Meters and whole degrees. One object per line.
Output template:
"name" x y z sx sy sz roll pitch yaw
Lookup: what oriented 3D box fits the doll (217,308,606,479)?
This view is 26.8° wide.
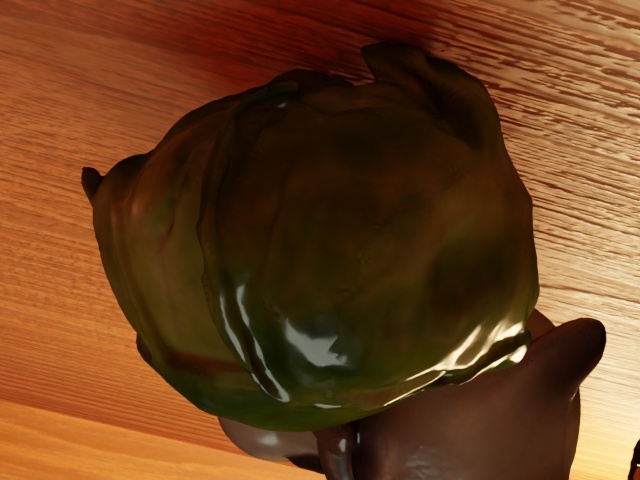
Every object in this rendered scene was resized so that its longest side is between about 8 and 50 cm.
"doll" 0.043 0.106 1.068 0.226 0.215 0.370 -5 -163 -27

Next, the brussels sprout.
"brussels sprout" 0.002 0.002 0.810 0.259 0.227 0.294 -6 172 38

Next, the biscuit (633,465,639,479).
"biscuit" 0.504 0.270 1.406 0.351 0.057 0.312 -7 142 3

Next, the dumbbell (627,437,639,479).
"dumbbell" 0.474 0.296 1.608 0.325 0.143 0.143 25 159 -38
